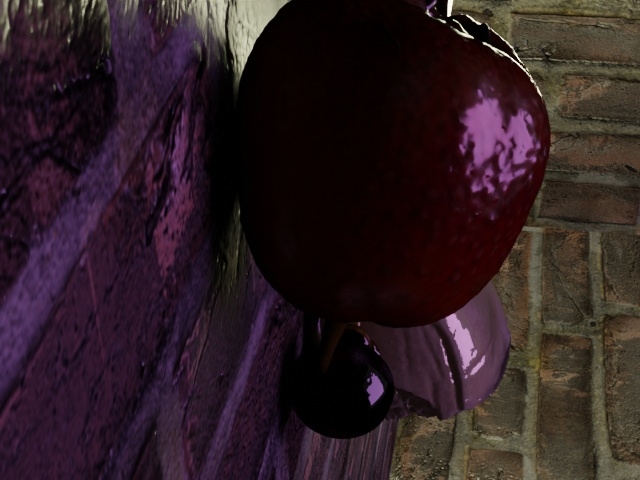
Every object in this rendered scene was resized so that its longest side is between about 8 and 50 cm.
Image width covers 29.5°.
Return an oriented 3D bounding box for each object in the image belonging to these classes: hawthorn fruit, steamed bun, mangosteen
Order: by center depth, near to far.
[{"bbox_3d":[0.050,-0.047,1.093,0.285,0.285,0.369,-55,158,-74],"label":"hawthorn fruit"},{"bbox_3d":[0.028,0.163,1.466,0.137,0.137,0.151,82,19,-57],"label":"mangosteen"},{"bbox_3d":[0.126,0.100,1.653,0.290,0.272,0.273,-79,170,-58],"label":"steamed bun"}]

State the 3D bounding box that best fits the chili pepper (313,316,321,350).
[{"bbox_3d":[0.000,0.000,1.429,0.063,0.071,0.272,12,75,-42],"label":"chili pepper"}]

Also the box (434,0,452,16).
[{"bbox_3d":[0.128,-0.434,1.769,0.273,0.143,0.184,-77,168,-47],"label":"box"}]
